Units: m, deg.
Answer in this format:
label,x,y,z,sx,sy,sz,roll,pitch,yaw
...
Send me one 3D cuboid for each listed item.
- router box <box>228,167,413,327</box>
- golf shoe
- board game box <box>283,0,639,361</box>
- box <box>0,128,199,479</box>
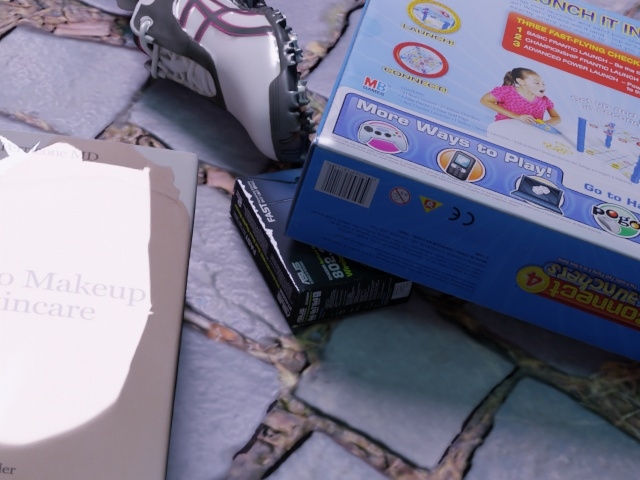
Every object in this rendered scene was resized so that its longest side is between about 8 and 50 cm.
label,x,y,z,sx,sy,sz,roll,pitch,yaw
router box,0.000,0.000,1.180,0.092,0.038,0.122,-11,48,-23
golf shoe,-0.079,-0.140,1.283,0.120,0.105,0.273,-17,42,-7
board game box,0.157,-0.073,1.223,0.308,0.086,0.302,20,39,0
box,-0.157,0.082,0.997,0.148,0.121,0.311,6,43,-6
